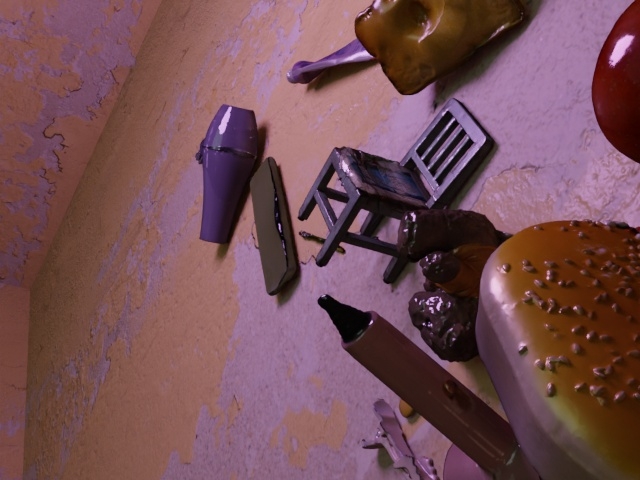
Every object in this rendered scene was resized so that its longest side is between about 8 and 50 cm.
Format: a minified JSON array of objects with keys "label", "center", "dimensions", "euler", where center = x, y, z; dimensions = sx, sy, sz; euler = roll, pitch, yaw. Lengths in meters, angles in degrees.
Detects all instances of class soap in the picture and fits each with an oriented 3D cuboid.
[{"label":"soap","center":[0.132,0.201,1.026],"dimensions":[0.089,0.012,0.034],"euler":[-57,34,27]}]

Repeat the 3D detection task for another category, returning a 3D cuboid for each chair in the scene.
[{"label":"chair","center":[0.095,-0.086,1.107],"dimensions":[0.270,0.147,0.136],"euler":[-58,32,27]}]

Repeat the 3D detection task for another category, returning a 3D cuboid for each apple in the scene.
[{"label":"apple","center":[0.344,-0.143,0.687],"dimensions":[0.168,0.181,0.181],"euler":[47,115,51]}]

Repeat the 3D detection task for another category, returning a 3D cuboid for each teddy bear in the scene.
[{"label":"teddy bear","center":[0.165,0.054,0.947],"dimensions":[0.177,0.140,0.190],"euler":[30,-117,-78]}]

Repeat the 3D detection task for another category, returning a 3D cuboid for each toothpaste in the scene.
[{"label":"toothpaste","center":[0.034,-0.343,1.444],"dimensions":[0.301,0.048,0.075],"euler":[-7,42,51]}]

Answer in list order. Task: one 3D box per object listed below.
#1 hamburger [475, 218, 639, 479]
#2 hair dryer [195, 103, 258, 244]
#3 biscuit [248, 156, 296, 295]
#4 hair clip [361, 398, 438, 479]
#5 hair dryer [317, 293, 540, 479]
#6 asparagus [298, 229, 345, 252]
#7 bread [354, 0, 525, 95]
[{"label":"hamburger","center":[0.256,0.099,0.660],"dimensions":[0.151,0.227,0.295],"euler":[113,151,-42]},{"label":"hair dryer","center":[-0.244,-0.168,1.801],"dimensions":[0.361,0.121,0.301],"euler":[-145,66,-69]},{"label":"biscuit","center":[-0.093,-0.033,1.505],"dimensions":[0.099,0.038,0.322],"euler":[-54,35,36]},{"label":"hair clip","center":[0.117,0.292,0.984],"dimensions":[0.226,0.034,0.072],"euler":[40,113,57]},{"label":"hair dryer","center":[0.132,0.159,0.733],"dimensions":[0.189,0.344,0.107],"euler":[-29,26,53]},{"label":"asparagus","center":[0.000,0.000,1.355],"dimensions":[0.016,0.013,0.166],"euler":[-62,30,-3]},{"label":"bread","center":[0.168,-0.325,1.116],"dimensions":[0.233,0.160,0.088],"euler":[-30,4,35]}]
